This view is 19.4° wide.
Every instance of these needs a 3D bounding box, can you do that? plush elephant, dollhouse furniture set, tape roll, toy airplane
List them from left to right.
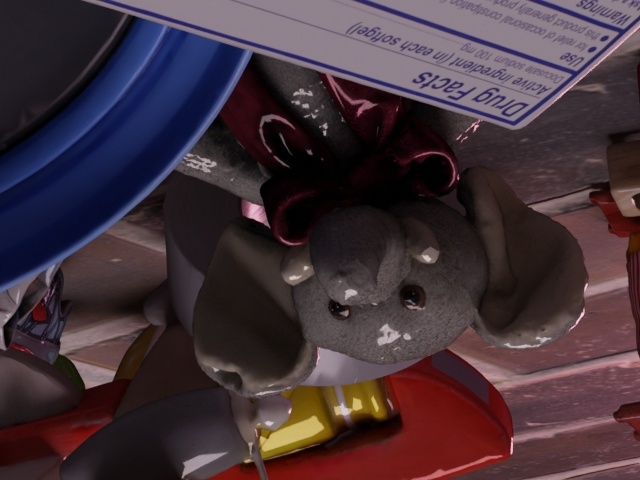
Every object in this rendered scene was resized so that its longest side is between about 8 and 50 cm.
[{"bbox_3d":[-0.093,0.108,1.456,0.384,0.272,0.386,-13,-154,-36],"label":"toy airplane"},{"bbox_3d":[0.000,0.000,1.314,0.219,0.219,0.072,-2,131,-3],"label":"tape roll"},{"bbox_3d":[0.014,-0.037,1.120,0.272,0.255,0.330,-21,162,11],"label":"plush elephant"},{"bbox_3d":[0.278,0.018,1.445,0.152,0.201,0.374,-9,161,16],"label":"dollhouse furniture set"}]

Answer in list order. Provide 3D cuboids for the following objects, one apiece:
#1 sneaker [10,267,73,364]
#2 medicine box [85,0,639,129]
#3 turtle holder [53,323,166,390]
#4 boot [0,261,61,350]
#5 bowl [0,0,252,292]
[{"bbox_3d":[-0.278,0.034,1.560,0.104,0.125,0.262,25,161,17],"label":"sneaker"},{"bbox_3d":[0.059,-0.204,0.744,0.263,0.149,0.289,13,138,-39],"label":"medicine box"},{"bbox_3d":[-0.112,0.174,1.792,0.320,0.227,0.243,-9,161,18],"label":"turtle holder"},{"bbox_3d":[-0.286,0.047,1.386,0.258,0.123,0.095,-48,-178,16],"label":"boot"},{"bbox_3d":[-0.210,-0.124,0.876,0.391,0.077,0.391,-19,137,-18],"label":"bowl"}]
